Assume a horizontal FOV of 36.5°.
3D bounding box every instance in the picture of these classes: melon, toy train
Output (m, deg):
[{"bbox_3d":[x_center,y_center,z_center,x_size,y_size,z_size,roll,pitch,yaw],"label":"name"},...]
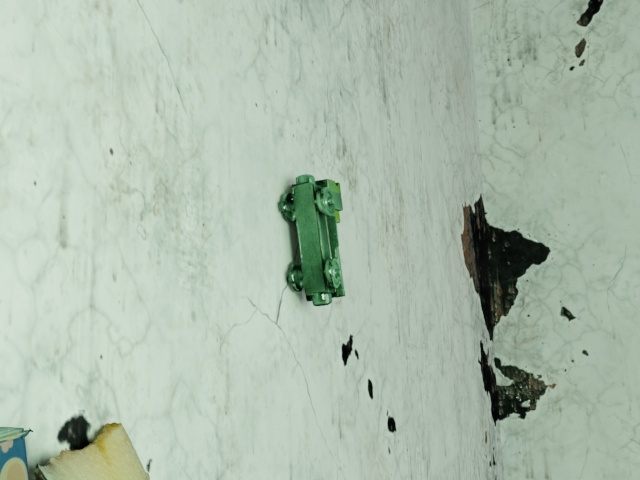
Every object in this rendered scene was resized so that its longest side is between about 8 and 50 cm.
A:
[{"bbox_3d":[-0.210,0.231,0.898,0.182,0.054,0.098,-7,81,-80],"label":"melon"},{"bbox_3d":[-0.001,0.000,1.491,0.132,0.083,0.200,6,78,-71],"label":"toy train"}]

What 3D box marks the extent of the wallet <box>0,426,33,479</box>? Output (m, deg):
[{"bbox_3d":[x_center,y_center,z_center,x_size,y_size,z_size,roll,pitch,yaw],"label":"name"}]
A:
[{"bbox_3d":[-0.273,0.253,0.753,0.141,0.059,0.202,2,82,-74],"label":"wallet"}]
